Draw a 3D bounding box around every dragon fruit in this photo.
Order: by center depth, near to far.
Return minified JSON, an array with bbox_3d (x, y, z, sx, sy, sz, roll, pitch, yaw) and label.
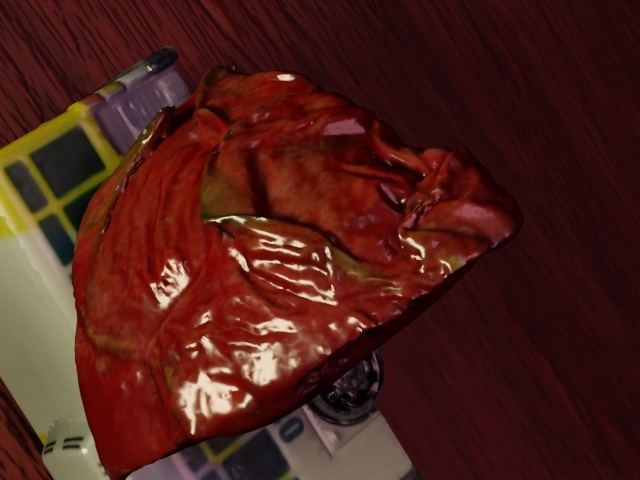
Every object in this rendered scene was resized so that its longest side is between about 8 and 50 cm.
[{"bbox_3d":[0.000,0.000,1.038,0.240,0.330,0.302,7,73,-52],"label":"dragon fruit"}]

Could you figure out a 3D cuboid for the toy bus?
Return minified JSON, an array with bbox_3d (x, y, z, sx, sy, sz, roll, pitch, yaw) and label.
[{"bbox_3d":[-0.126,0.098,1.211,0.249,0.209,0.440,-36,100,-34],"label":"toy bus"}]
